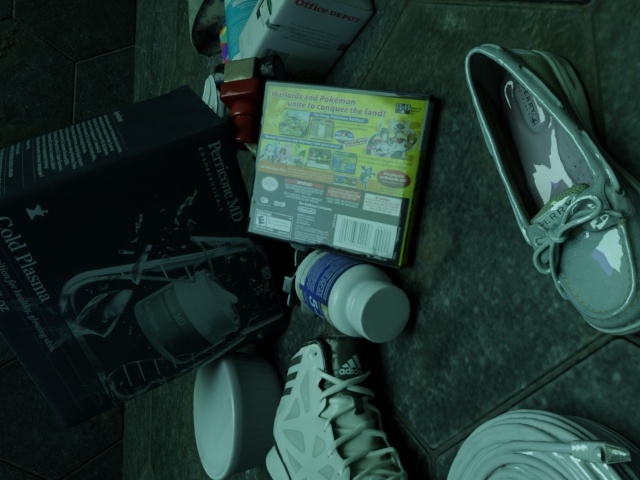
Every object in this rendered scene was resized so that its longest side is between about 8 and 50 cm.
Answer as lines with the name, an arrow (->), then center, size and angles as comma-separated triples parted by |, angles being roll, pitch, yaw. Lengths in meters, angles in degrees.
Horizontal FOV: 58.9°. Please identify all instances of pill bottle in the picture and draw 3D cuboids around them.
pill bottle -> -0.123, -0.406, 1.195 | 0.146, 0.146, 0.264 | -37, 55, 55
pill bottle -> 0.048, 0.083, 0.863 | 0.187, 0.112, 0.112 | 25, 109, 60

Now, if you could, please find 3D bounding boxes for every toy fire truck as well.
toy fire truck -> -0.087, -0.182, 1.032 | 0.158, 0.217, 0.246 | -2, 74, 19

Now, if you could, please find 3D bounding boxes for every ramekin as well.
ramekin -> -0.176, 0.368, 1.229 | 0.273, 0.127, 0.272 | -14, 74, 60

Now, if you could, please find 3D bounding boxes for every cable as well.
cable -> 0.224, 0.294, 0.542 | 0.257, 0.089, 0.257 | -2, 86, 62

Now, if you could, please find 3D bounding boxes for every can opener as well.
can opener -> 0.000, 0.000, 1.029 | 0.095, 0.076, 0.283 | 21, 108, 27

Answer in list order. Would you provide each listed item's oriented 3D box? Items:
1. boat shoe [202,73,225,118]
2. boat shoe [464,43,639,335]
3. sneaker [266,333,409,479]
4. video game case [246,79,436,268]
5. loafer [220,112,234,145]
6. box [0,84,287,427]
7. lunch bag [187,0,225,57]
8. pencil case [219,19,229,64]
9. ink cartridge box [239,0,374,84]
boat shoe -> -0.334, -0.351, 1.638 | 0.096, 0.088, 0.267 | 14, 100, 61
boat shoe -> 0.228, -0.061, 0.557 | 0.118, 0.103, 0.320 | -43, 50, 52
sneaker -> 0.030, 0.275, 0.801 | 0.447, 0.169, 0.257 | -168, 81, -67
video game case -> 0.021, -0.107, 0.864 | 0.275, 0.035, 0.248 | 13, 100, 26
loafer -> -0.270, -0.257, 1.543 | 0.078, 0.076, 0.223 | -61, 4, -36
box -> -0.374, 0.021, 1.107 | 0.297, 0.472, 0.480 | 45, 154, 52
lunch bag -> -0.251, -0.639, 1.437 | 0.287, 0.169, 0.235 | -48, 45, 43
pencil case -> -0.186, -0.422, 1.366 | 0.104, 0.104, 0.236 | -45, 50, 51
ink cartridge box -> -0.031, -0.385, 1.012 | 0.219, 0.160, 0.092 | -39, 54, 53
